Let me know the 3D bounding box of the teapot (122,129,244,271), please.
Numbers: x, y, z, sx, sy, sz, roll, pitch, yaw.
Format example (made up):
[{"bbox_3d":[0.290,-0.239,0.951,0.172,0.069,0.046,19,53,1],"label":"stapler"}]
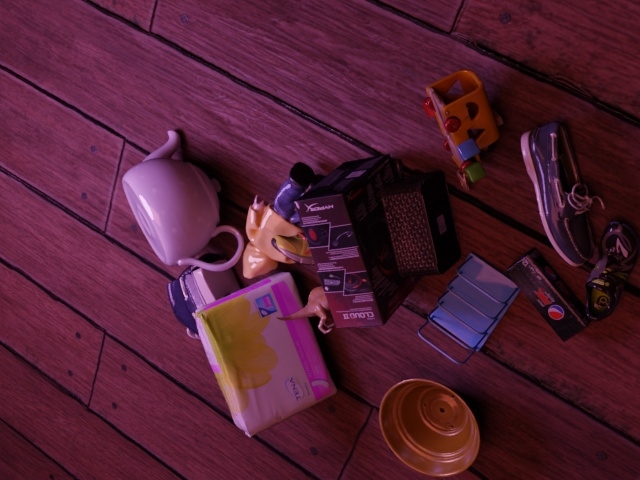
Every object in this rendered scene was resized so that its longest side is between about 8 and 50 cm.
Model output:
[{"bbox_3d":[-0.300,-0.077,1.804,0.252,0.187,0.256,37,149,54],"label":"teapot"}]

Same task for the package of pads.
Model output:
[{"bbox_3d":[-0.122,0.245,1.778,0.297,0.229,0.101,68,162,-5],"label":"package of pads"}]

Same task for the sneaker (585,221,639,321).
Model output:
[{"bbox_3d":[0.504,0.059,1.437,0.067,0.078,0.188,18,114,24],"label":"sneaker"}]

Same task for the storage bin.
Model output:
[{"bbox_3d":[0.193,-0.031,1.562,0.084,0.122,0.180,-8,102,32],"label":"storage bin"}]

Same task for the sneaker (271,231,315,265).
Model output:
[{"bbox_3d":[0.000,0.000,1.671,0.081,0.208,0.094,40,119,60],"label":"sneaker"}]

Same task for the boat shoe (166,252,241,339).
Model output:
[{"bbox_3d":[-0.234,0.206,1.907,0.158,0.127,0.341,-24,86,41],"label":"boat shoe"}]

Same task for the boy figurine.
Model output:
[{"bbox_3d":[-0.075,-0.021,1.742,0.177,0.092,0.285,28,125,-7],"label":"boy figurine"}]

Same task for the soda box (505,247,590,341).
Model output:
[{"bbox_3d":[0.419,0.099,1.515,0.169,0.053,0.060,52,124,6],"label":"soda box"}]

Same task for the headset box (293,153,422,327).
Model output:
[{"bbox_3d":[0.086,0.013,1.568,0.110,0.218,0.293,-7,111,32],"label":"headset box"}]

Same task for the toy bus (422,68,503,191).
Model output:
[{"bbox_3d":[0.268,-0.202,1.467,0.104,0.202,0.191,-27,84,4],"label":"toy bus"}]

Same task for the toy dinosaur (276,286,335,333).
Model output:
[{"bbox_3d":[0.001,0.147,1.756,0.183,0.053,0.093,-30,95,-3],"label":"toy dinosaur"}]

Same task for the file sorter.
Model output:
[{"bbox_3d":[0.281,0.133,1.578,0.118,0.104,0.170,36,120,15],"label":"file sorter"}]

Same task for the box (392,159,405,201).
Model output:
[{"bbox_3d":[0.135,-0.114,1.630,0.067,0.018,0.083,-4,104,32],"label":"box"}]

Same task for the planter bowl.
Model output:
[{"bbox_3d":[0.236,0.365,1.691,0.217,0.090,0.217,10,111,27],"label":"planter bowl"}]

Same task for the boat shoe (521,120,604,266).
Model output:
[{"bbox_3d":[0.428,-0.081,1.429,0.079,0.095,0.255,-19,87,45],"label":"boat shoe"}]
